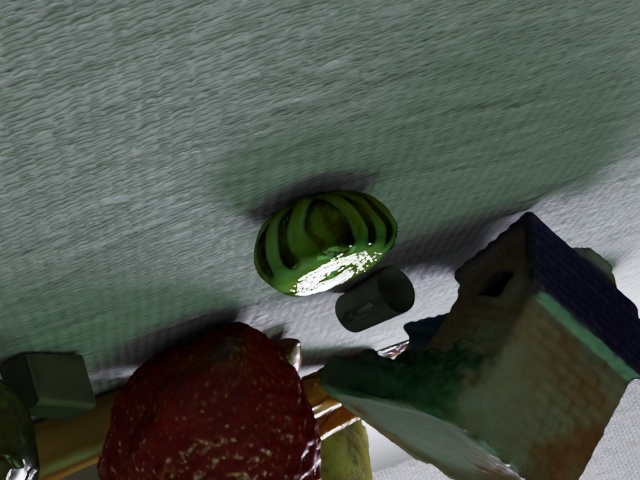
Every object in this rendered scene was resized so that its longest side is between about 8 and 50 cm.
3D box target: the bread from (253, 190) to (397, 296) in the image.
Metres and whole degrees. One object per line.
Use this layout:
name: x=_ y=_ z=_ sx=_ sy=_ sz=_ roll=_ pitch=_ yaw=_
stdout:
bread: x=0.000 y=0.000 z=1.268 sx=0.130 sy=0.071 sz=0.139 roll=-23 pitch=167 yaw=25

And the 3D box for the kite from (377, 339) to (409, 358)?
kite: x=0.115 y=0.168 z=2.178 sx=0.159 sy=0.010 sz=0.190 roll=-6 pitch=161 yaw=-46

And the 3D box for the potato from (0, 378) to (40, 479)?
potato: x=-0.359 y=0.214 z=1.400 sx=0.176 sy=0.141 sz=0.298 roll=27 pitch=149 yaw=-8

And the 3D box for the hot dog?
hot dog: x=0.007 y=0.225 z=2.022 sx=0.269 sy=0.072 sz=0.115 roll=-16 pitch=126 yaw=-61

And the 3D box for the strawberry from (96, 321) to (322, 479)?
strawberry: x=-0.116 y=0.213 z=1.610 sx=0.257 sy=0.257 sz=0.277 roll=-15 pitch=135 yaw=-18

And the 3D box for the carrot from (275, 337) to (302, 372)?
carrot: x=-0.061 y=0.167 z=1.824 sx=0.072 sy=0.072 sz=0.205 roll=-13 pitch=159 yaw=-25

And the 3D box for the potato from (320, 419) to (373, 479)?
potato: x=0.022 y=0.367 z=2.293 sx=0.112 sy=0.255 sz=0.269 roll=-26 pitch=165 yaw=28

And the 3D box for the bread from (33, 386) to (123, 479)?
bread: x=-0.295 y=0.239 z=1.758 sx=0.239 sy=0.074 sz=0.092 roll=-23 pitch=161 yaw=7

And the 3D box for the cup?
cup: x=0.057 y=0.076 z=1.638 sx=0.054 sy=0.075 sz=0.083 roll=38 pitch=139 yaw=-19

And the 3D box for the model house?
model house: x=0.199 y=0.118 z=1.672 sx=0.280 sy=0.245 sz=0.312 roll=-58 pitch=-157 yaw=-15

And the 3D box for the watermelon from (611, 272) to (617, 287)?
watermelon: x=0.342 y=0.131 z=2.109 sx=0.303 sy=0.128 sz=0.159 roll=-12 pitch=164 yaw=-30

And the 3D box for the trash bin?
trash bin: x=-0.271 y=0.145 z=1.460 sx=0.043 sy=0.061 sz=0.092 roll=-25 pitch=163 yaw=19

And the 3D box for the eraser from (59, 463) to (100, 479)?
eraser: x=-0.375 y=0.362 z=2.016 sx=0.272 sy=0.122 sz=0.359 roll=-11 pitch=162 yaw=-27
